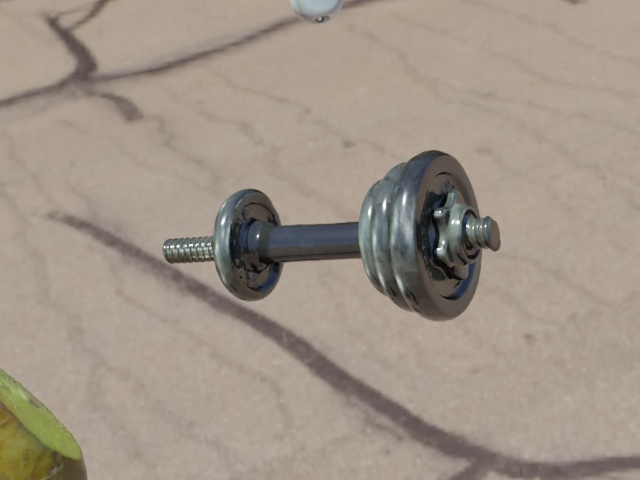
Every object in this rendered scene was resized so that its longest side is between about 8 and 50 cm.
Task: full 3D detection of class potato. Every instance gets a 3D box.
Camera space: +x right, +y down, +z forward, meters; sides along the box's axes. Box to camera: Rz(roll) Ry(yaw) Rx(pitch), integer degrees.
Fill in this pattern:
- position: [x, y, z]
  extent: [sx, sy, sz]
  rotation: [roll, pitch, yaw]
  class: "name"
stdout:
- position: [-0.422, 0.310, 1.756]
  extent: [0.176, 0.298, 0.141]
  rotation: [-21, 19, -5]
  class: "potato"

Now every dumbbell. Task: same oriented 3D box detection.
- position: [0.000, 0.000, 0.852]
  extent: [0.254, 0.110, 0.110]
  rotation: [-2, 26, 31]
  class: "dumbbell"

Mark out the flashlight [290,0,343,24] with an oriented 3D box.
- position: [-0.014, -0.346, 1.431]
  extent: [0.093, 0.200, 0.047]
  rotation: [-10, 8, -16]
  class: "flashlight"
